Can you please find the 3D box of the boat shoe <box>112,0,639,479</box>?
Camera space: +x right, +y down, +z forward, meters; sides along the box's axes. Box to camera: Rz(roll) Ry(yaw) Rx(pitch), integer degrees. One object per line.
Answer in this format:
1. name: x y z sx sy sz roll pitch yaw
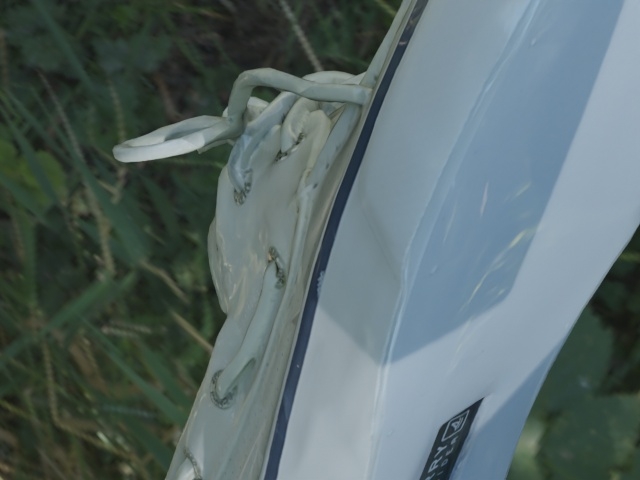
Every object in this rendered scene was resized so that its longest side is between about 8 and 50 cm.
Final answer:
1. boat shoe: 0.006 -0.001 0.585 0.136 0.156 0.367 -24 143 -39
